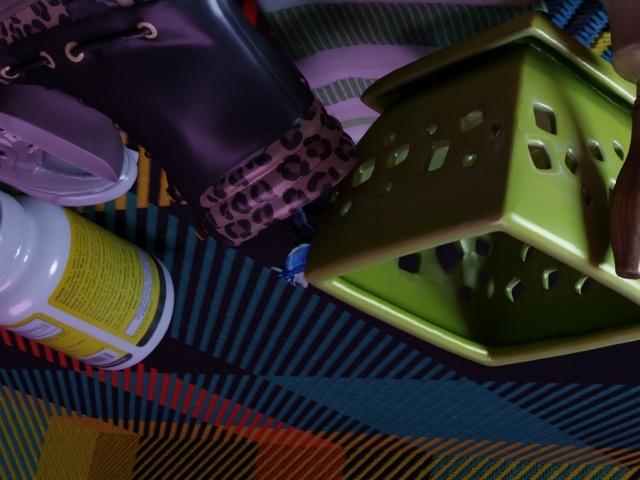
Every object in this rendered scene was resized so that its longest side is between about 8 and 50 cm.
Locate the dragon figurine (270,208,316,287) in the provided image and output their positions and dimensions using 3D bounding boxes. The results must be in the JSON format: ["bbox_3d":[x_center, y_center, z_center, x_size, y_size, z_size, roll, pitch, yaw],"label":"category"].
[{"bbox_3d":[0.000,0.000,1.610,0.144,0.085,0.289,8,163,9],"label":"dragon figurine"}]

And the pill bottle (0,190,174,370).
[{"bbox_3d":[-0.374,0.049,1.822,0.187,0.188,0.334,-2,158,34],"label":"pill bottle"}]

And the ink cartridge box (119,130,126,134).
[{"bbox_3d":[-0.259,-0.171,1.339,0.224,0.056,0.181,22,171,36],"label":"ink cartridge box"}]

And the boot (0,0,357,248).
[{"bbox_3d":[-0.157,-0.122,1.090,0.284,0.138,0.377,50,141,-16],"label":"boot"}]

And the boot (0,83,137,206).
[{"bbox_3d":[-0.332,-0.117,1.415,0.258,0.095,0.123,11,154,9],"label":"boot"}]

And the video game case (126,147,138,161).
[{"bbox_3d":[-0.318,-0.111,1.576,0.157,0.019,0.143,21,159,-26],"label":"video game case"}]

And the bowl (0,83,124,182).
[{"bbox_3d":[-0.259,-0.117,1.313,0.142,0.053,0.142,25,173,-1],"label":"bowl"}]

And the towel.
[{"bbox_3d":[0.093,-0.144,1.142,0.247,0.038,0.325,3,154,21],"label":"towel"}]

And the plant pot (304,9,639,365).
[{"bbox_3d":[0.151,-0.042,1.047,0.227,0.207,0.228,27,152,-33],"label":"plant pot"}]

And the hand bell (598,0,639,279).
[{"bbox_3d":[0.238,-0.089,0.940,0.126,0.242,0.126,10,162,4],"label":"hand bell"}]
